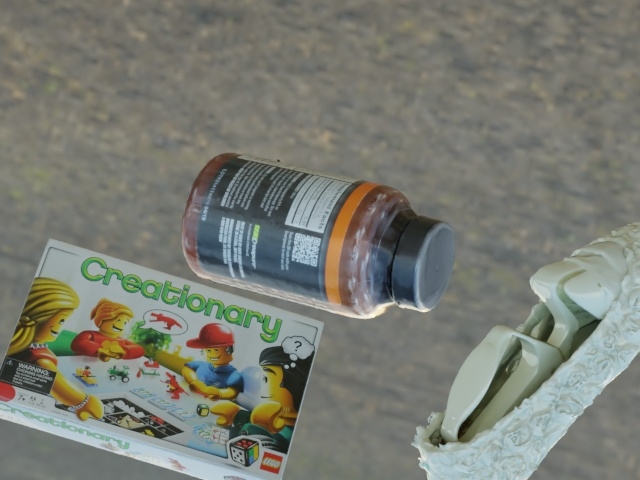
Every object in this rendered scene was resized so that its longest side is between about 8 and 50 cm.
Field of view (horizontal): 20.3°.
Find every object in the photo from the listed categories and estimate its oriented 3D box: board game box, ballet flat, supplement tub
[{"bbox_3d":[-0.165,0.131,1.840,0.305,0.193,0.053,17,149,-3],"label":"board game box"},{"bbox_3d":[0.248,0.112,1.904,0.147,0.409,0.147,38,170,8],"label":"ballet flat"},{"bbox_3d":[0.000,0.000,1.367,0.198,0.106,0.106,14,166,25],"label":"supplement tub"}]
